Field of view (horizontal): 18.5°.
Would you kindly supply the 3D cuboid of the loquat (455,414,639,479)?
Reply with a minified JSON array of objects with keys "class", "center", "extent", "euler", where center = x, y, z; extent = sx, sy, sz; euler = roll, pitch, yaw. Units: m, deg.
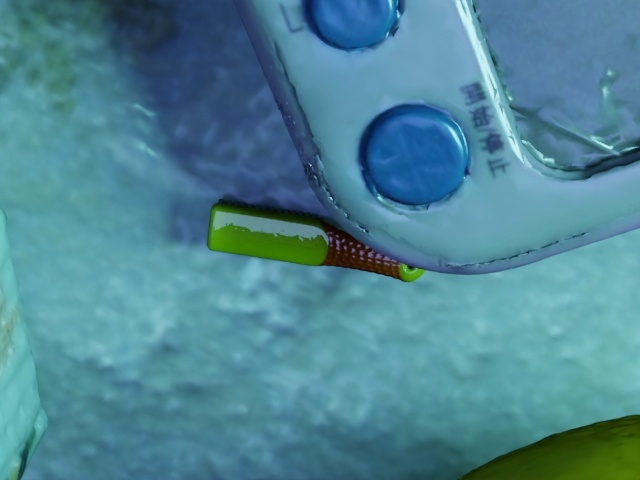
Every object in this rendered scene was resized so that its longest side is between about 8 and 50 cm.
[{"class":"loquat","center":[0.136,0.232,0.670],"extent":[0.328,0.328,0.359],"euler":[6,154,3]}]

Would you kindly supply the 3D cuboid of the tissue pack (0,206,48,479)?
[{"class":"tissue pack","center":[-0.237,0.090,0.633],"extent":[0.228,0.311,0.128],"euler":[-5,109,7]}]

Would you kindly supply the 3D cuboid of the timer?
[{"class":"timer","center":[0.067,-0.099,0.667],"extent":[0.191,0.069,0.208],"euler":[-18,106,11]}]

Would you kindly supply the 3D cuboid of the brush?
[{"class":"brush","center":[0.000,0.000,0.733],"extent":[0.083,0.021,0.018],"euler":[10,109,7]}]
